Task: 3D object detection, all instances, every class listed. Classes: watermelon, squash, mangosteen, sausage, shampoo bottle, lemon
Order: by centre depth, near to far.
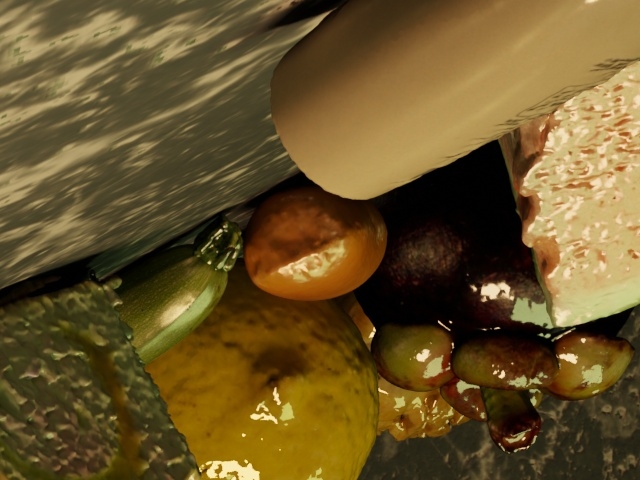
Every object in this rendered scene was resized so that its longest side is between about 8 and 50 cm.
[{"bbox_3d":[0.091,-0.095,0.594,0.257,0.078,0.127,-29,-178,41],"label":"shampoo bottle"},{"bbox_3d":[0.146,-0.090,0.724,0.231,0.128,0.146,-40,-143,27],"label":"watermelon"},{"bbox_3d":[-0.148,0.065,1.276,0.252,0.066,0.066,-29,177,21],"label":"squash"},{"bbox_3d":[0.000,0.000,1.343,0.098,0.098,0.238,-29,175,7],"label":"sausage"},{"bbox_3d":[-0.075,0.137,1.499,0.267,0.267,0.267,-29,177,-1],"label":"lemon"},{"bbox_3d":[0.162,0.033,1.582,0.287,0.287,0.233,-25,154,-49],"label":"mangosteen"}]

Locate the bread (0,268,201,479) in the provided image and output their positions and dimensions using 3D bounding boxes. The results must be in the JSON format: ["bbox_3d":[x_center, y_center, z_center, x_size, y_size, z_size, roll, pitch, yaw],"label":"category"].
[{"bbox_3d":[-0.170,0.113,1.078,0.156,0.158,0.261,-26,176,31],"label":"bread"}]

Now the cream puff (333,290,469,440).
[{"bbox_3d":[0.140,0.087,2.061,0.343,0.231,0.327,-60,-170,-27],"label":"cream puff"}]
